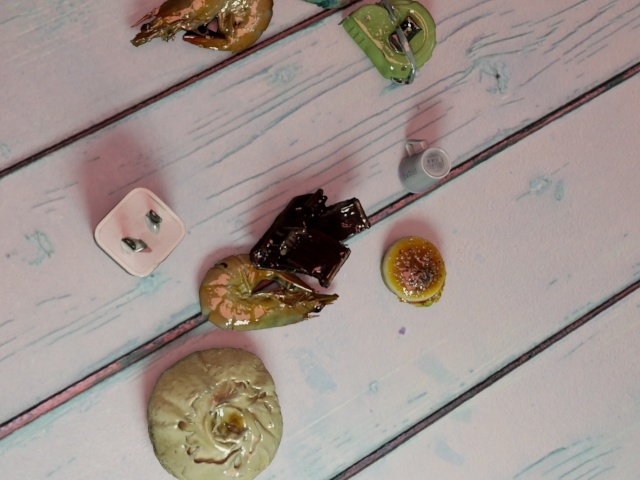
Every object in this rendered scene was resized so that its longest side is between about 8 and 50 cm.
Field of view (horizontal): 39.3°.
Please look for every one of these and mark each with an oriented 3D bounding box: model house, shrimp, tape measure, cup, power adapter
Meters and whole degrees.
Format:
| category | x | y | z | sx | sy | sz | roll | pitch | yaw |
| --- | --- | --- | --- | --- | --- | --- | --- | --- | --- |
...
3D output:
| category | x | y | z | sx | sy | sz | roll | pitch | yaw |
| --- | --- | --- | --- | --- | --- | --- | --- | --- | --- |
| model house | -0.004 | -0.010 | 1.631 | 0.141 | 0.164 | 0.203 | 41 | 65 | -23 |
| shrimp | -0.210 | -0.402 | 1.658 | 0.287 | 0.063 | 0.152 | -33 | 108 | -15 |
| shrimp | -0.094 | 0.099 | 1.673 | 0.267 | 0.061 | 0.145 | 3 | 78 | -12 |
| tape measure | 0.148 | -0.395 | 1.733 | 0.154 | 0.087 | 0.177 | -41 | 101 | -13 |
| cup | 0.196 | -0.151 | 1.729 | 0.074 | 0.116 | 0.104 | -18 | 86 | -16 |
| power adapter | -0.310 | -0.014 | 1.542 | 0.125 | 0.205 | 0.130 | 44 | 77 | -9 |

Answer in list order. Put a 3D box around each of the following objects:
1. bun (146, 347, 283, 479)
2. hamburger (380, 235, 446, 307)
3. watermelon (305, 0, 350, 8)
| category | x | y | z | sx | sy | sz | roll | pitch | yaw |
| --- | --- | --- | --- | --- | --- | --- | --- | --- | --- |
| bun | -0.184 | 0.323 | 1.595 | 0.259 | 0.152 | 0.259 | 0 | 89 | -17 |
| hamburger | 0.182 | 0.061 | 1.732 | 0.126 | 0.081 | 0.141 | -12 | 91 | -15 |
| watermelon | -0.022 | -0.508 | 1.713 | 0.180 | 0.081 | 0.094 | 0 | 63 | -20 |
